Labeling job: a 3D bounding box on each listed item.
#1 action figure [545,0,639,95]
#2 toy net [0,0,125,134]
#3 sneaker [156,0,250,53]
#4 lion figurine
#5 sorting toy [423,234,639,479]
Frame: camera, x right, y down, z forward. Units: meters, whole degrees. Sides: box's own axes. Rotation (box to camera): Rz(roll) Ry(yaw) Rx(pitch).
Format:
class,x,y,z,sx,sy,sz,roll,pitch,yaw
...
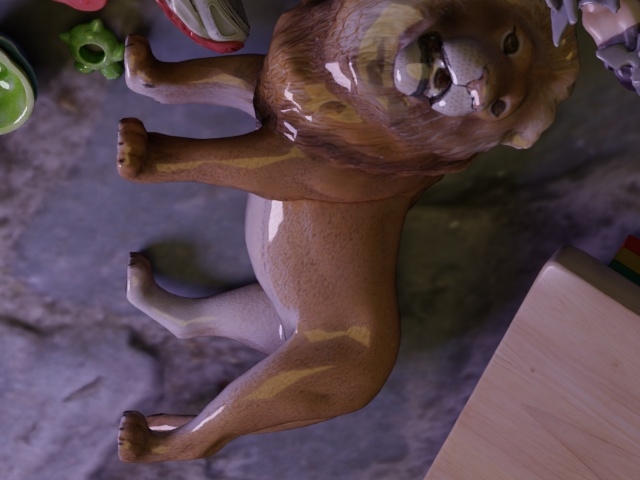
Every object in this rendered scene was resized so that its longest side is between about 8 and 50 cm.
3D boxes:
class,x,y,z,sx,sy,sz,roll,pitch,yaw
action figure,0.199,-0.119,0.612,0.099,0.185,0.285,-10,140,45
toy net,-0.192,-0.158,0.635,0.122,0.045,0.232,-8,137,11
sneaker,-0.062,-0.205,0.583,0.093,0.088,0.225,-10,96,2
lion figurine,0.000,0.000,0.716,0.240,0.142,0.392,2,134,-7
sorting toy,0.222,0.144,0.744,0.257,0.089,0.255,34,135,14
